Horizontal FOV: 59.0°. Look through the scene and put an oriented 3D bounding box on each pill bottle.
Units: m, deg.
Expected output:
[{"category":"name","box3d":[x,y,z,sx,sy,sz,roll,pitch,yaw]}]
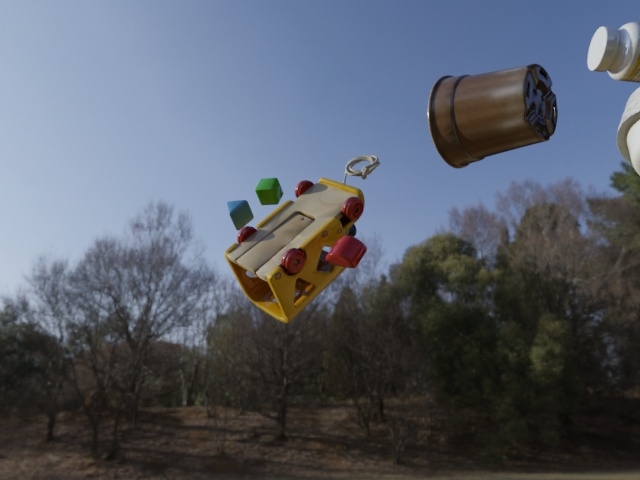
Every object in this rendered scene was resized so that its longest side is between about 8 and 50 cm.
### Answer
[{"category":"pill bottle","box3d":[1.079,-0.616,1.867,0.333,0.188,0.188,7,-20,3]}]

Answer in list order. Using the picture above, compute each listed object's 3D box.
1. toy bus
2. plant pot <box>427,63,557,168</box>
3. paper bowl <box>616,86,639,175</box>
[{"category":"toy bus","box3d":[-0.012,0.005,0.690,0.202,0.191,0.104,-12,-51,11]},{"category":"plant pot","box3d":[0.298,-0.218,0.960,0.165,0.167,0.167,-5,-18,44]},{"category":"paper bowl","box3d":[0.758,-0.201,1.149,0.284,0.148,0.284,25,-17,8]}]
